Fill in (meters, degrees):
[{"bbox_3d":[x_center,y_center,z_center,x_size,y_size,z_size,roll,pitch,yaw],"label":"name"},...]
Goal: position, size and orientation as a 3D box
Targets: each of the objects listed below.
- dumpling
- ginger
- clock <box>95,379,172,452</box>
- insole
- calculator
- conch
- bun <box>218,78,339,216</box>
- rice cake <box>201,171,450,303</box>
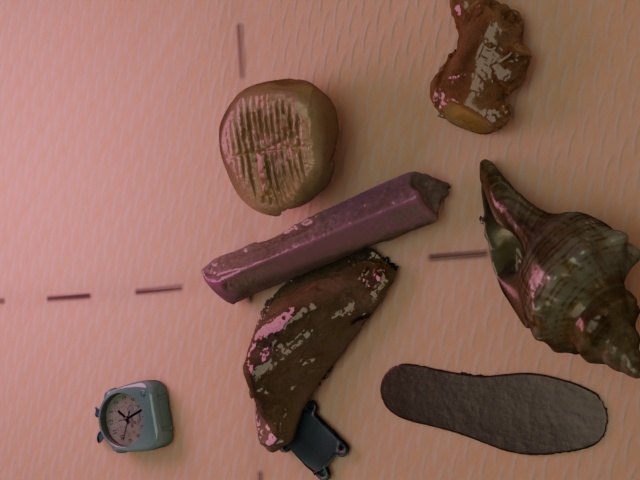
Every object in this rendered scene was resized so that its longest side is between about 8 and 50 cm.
[{"bbox_3d":[-0.038,0.132,1.774,0.166,0.086,0.332,36,98,25],"label":"dumpling"},{"bbox_3d":[0.221,-0.253,1.662,0.137,0.074,0.213,8,86,28],"label":"ginger"},{"bbox_3d":[-0.305,0.280,1.938,0.147,0.045,0.108,-13,81,28],"label":"clock"},{"bbox_3d":[0.229,0.226,1.677,0.328,0.007,0.111,6,90,28],"label":"insole"},{"bbox_3d":[-0.022,0.283,1.802,0.141,0.019,0.094,42,107,24],"label":"calculator"},{"bbox_3d":[0.311,0.039,1.565,0.386,0.170,0.203,-103,25,-52],"label":"conch"},{"bbox_3d":[-0.049,-0.135,1.773,0.178,0.128,0.193,-4,98,28],"label":"bun"},{"bbox_3d":[0.000,0.001,1.759,0.399,0.070,0.064,-23,45,26],"label":"rice cake"}]
